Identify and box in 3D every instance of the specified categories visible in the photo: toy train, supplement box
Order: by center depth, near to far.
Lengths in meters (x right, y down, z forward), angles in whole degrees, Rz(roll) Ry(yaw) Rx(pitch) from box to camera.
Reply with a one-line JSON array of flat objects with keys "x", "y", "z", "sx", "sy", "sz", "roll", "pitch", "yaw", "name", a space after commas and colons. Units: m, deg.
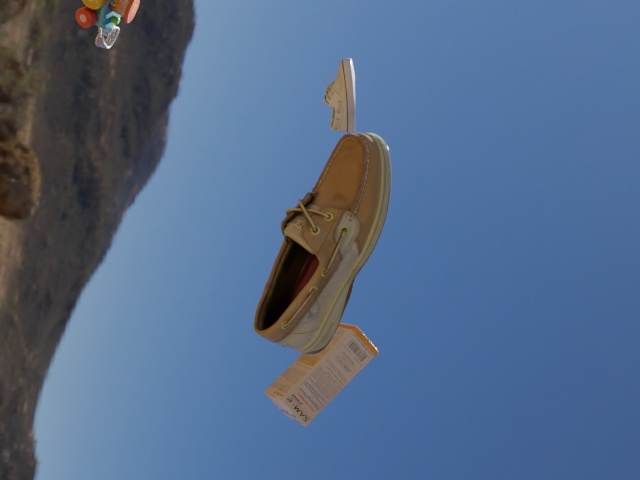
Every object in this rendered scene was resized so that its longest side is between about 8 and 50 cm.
[{"x": 0.000, "y": 0.124, "z": 0.873, "sx": 0.098, "sy": 0.036, "sz": 0.062, "roll": -43, "pitch": -168, "yaw": -14, "name": "supplement box"}, {"x": -0.166, "y": -0.258, "z": 0.896, "sx": 0.166, "sy": 0.046, "sz": 0.125, "roll": -59, "pitch": 169, "yaw": -3, "name": "toy train"}]

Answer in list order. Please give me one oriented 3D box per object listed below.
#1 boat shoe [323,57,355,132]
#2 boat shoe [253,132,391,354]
[{"x": 0.021, "y": -0.158, "z": 1.018, "sx": 0.100, "sy": 0.035, "sz": 0.035, "roll": 86, "pitch": 4, "yaw": -54, "name": "boat shoe"}, {"x": 0.000, "y": 0.000, "z": 0.532, "sx": 0.050, "sy": 0.045, "sz": 0.135, "roll": 23, "pitch": -83, "yaw": 51, "name": "boat shoe"}]
